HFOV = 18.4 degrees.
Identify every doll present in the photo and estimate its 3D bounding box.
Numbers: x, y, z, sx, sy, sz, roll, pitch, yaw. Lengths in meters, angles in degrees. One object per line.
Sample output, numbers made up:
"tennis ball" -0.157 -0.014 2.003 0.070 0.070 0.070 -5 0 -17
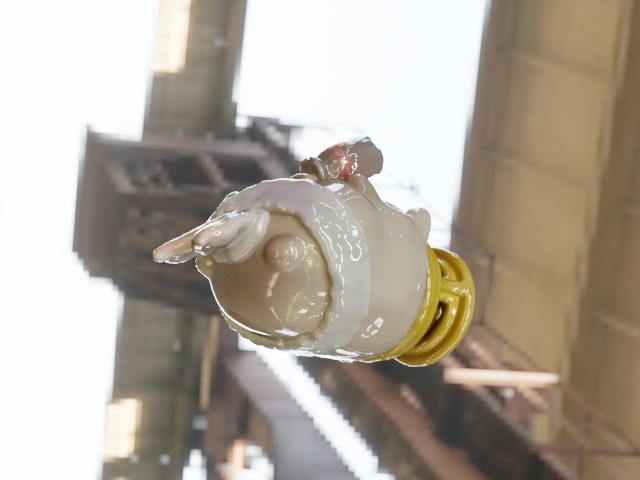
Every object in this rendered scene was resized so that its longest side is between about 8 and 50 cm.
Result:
"doll" 0.000 0.000 0.698 0.073 0.127 0.084 8 -99 46
